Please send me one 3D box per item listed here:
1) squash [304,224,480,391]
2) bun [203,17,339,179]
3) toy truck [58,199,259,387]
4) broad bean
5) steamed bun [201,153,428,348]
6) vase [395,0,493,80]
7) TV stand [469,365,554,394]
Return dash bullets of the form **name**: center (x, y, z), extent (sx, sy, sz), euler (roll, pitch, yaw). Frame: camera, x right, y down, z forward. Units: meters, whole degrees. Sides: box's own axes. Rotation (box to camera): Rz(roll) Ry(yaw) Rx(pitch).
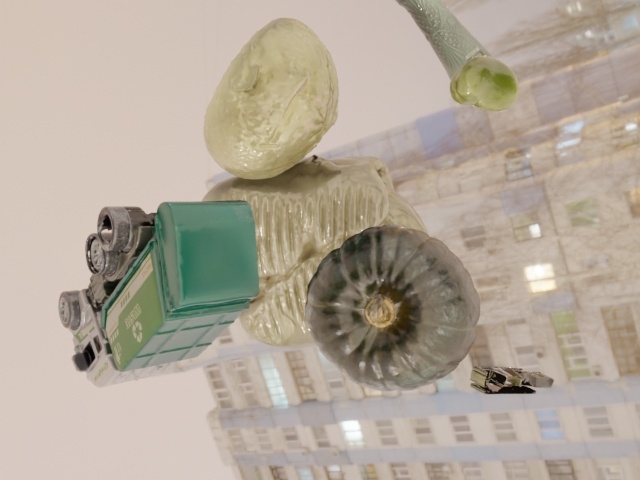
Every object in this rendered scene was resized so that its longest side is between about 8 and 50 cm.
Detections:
- **squash**: center (0.087, 0.085, 0.790), extent (0.172, 0.218, 0.218), euler (-43, -66, -56)
- **bun**: center (-0.052, -0.190, 0.886), extent (0.153, 0.243, 0.243), euler (27, -136, 0)
- **toy truck**: center (-0.152, 0.047, 0.581), extent (0.114, 0.253, 0.124), euler (-4, -121, -42)
- **broad bean**: center (0.180, -0.171, 0.689), extent (0.083, 0.045, 0.063), euler (-2, -104, -24)
- **steamed bun**: center (0.000, 0.000, 1.083), extent (0.255, 0.368, 0.342), euler (-79, -18, -64)
- **vase**: center (0.239, -0.424, 1.257), extent (0.219, 0.096, 0.096), euler (48, -141, -14)
- **TV stand**: center (0.368, 0.267, 1.204), extent (0.249, 0.036, 0.042), euler (12, -86, -42)
